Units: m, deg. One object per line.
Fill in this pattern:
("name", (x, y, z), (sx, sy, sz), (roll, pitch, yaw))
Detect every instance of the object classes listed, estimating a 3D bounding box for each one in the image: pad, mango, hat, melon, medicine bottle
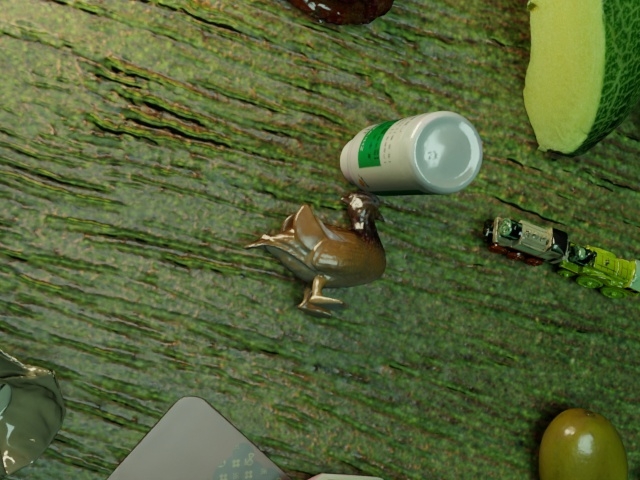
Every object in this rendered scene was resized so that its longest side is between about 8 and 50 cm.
("pad", (-0.133, 0.340, 1.208), (0.267, 0.004, 0.181), (45, 80, -15))
("mango", (0.370, 0.331, 1.326), (0.130, 0.092, 0.195), (-3, 99, -19))
("hat", (-0.378, 0.173, 1.094), (0.175, 0.085, 0.147), (40, 92, 7))
("melon", (0.364, -0.297, 1.256), (0.226, 0.331, 0.343), (-11, 107, 20))
("medicine bottle", (0.096, -0.098, 1.125), (0.095, 0.260, 0.095), (0, 91, -19))

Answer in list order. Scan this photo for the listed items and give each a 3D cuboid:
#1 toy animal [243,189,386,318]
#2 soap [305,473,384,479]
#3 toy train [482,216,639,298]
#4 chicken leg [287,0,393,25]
("toy animal", (0.000, 0.000, 1.198), (0.188, 0.089, 0.179), (20, 70, -18))
("soap", (0.018, 0.358, 1.226), (0.149, 0.056, 0.100), (8, 86, -22))
("toy train", (0.339, 0.021, 1.305), (0.249, 0.085, 0.053), (20, 70, -18))
("chicken leg", (-0.029, -0.398, 1.171), (0.322, 0.083, 0.177), (30, 75, -19))
